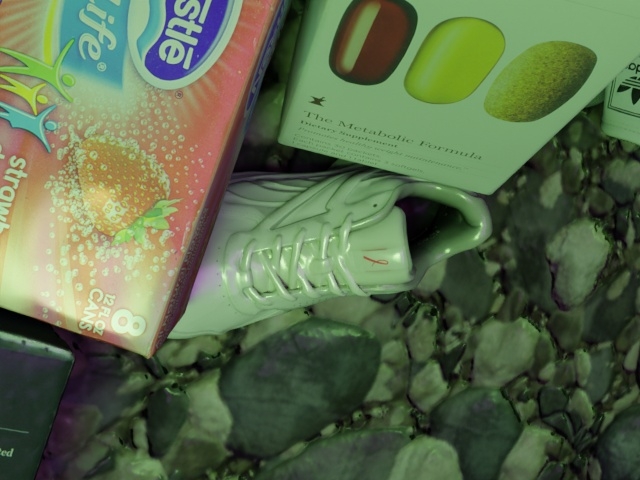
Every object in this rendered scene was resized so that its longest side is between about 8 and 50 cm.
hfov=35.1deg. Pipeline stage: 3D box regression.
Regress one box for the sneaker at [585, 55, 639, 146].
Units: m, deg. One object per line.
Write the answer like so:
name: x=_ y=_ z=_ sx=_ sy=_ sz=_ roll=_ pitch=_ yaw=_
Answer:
sneaker: x=0.215 y=-0.166 z=0.606 sx=0.366 sy=0.137 sz=0.210 roll=13 pitch=100 yaw=-58

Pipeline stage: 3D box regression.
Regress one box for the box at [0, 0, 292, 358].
box: x=-0.092 y=-0.115 z=0.481 sx=0.154 sy=0.142 sz=0.300 roll=21 pitch=93 yaw=-5

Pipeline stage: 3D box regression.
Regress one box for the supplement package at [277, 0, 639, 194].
supplement package: x=0.069 y=-0.133 z=0.495 sx=0.139 sy=0.244 sz=0.134 roll=13 pitch=73 yaw=-5

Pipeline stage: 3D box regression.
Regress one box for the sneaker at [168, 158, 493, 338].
sneaker: x=0.000 y=0.000 z=0.598 sx=0.232 sy=0.115 sz=0.090 roll=-23 pitch=112 yaw=-21

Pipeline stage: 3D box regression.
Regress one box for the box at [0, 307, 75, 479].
box: x=-0.216 y=0.115 z=0.494 sx=0.108 sy=0.153 sz=0.207 roll=16 pitch=93 yaw=-29
